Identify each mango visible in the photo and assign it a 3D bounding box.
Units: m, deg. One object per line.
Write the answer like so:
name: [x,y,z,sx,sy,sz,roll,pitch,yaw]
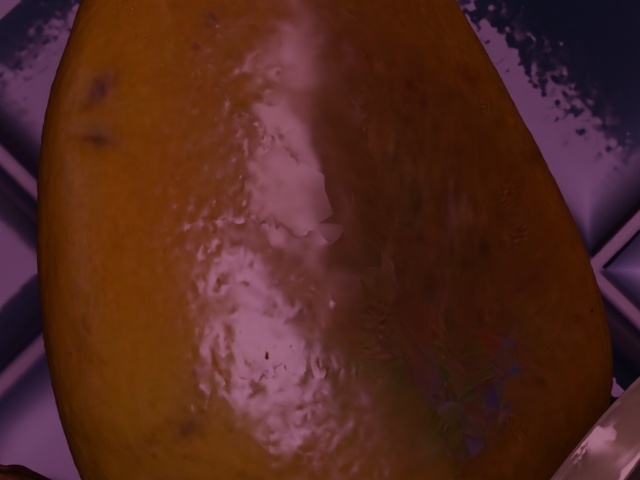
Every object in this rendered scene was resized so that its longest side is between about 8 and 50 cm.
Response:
mango: [0.000,0.000,0.835,0.253,0.182,0.364,-3,81,-30]

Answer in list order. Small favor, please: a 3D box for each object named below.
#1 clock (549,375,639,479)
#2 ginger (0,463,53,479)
clock: [0.112,0.147,0.809,0.029,0.235,0.235,33,81,21]
ginger: [-0.238,0.139,0.858,0.270,0.123,0.218,29,99,26]
